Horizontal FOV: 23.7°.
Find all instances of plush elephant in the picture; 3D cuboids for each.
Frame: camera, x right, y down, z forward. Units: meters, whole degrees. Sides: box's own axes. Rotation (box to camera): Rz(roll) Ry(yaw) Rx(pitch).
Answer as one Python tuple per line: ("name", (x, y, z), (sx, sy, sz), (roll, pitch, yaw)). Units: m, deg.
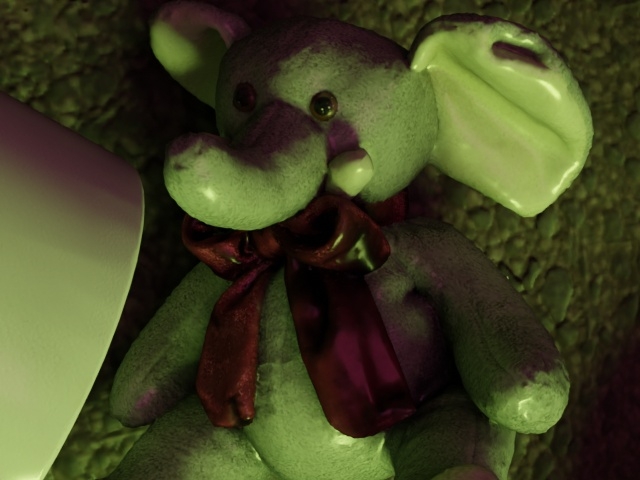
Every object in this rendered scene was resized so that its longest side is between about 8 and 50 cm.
("plush elephant", (0.000, 0.000, 0.806), (0.330, 0.272, 0.255), (-47, 127, -50))

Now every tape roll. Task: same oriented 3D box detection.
("tape roll", (-0.215, 0.031, 0.698), (0.169, 0.246, 0.246), (30, 76, -23))
